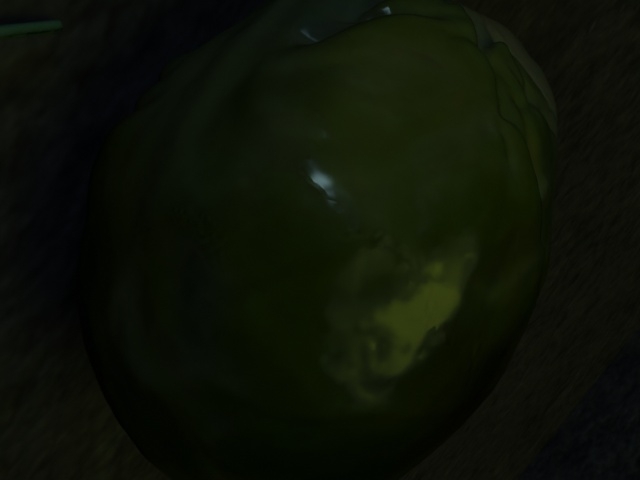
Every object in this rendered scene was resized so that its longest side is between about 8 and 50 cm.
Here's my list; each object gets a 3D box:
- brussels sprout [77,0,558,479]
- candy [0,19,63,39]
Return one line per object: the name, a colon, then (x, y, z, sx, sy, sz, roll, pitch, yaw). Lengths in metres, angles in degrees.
brussels sprout: (0.000, 0.000, 0.621, 0.344, 0.268, 0.344, 22, 90, -79)
candy: (-0.194, -0.086, 0.449, 0.201, 0.060, 0.060, -26, 140, -51)
